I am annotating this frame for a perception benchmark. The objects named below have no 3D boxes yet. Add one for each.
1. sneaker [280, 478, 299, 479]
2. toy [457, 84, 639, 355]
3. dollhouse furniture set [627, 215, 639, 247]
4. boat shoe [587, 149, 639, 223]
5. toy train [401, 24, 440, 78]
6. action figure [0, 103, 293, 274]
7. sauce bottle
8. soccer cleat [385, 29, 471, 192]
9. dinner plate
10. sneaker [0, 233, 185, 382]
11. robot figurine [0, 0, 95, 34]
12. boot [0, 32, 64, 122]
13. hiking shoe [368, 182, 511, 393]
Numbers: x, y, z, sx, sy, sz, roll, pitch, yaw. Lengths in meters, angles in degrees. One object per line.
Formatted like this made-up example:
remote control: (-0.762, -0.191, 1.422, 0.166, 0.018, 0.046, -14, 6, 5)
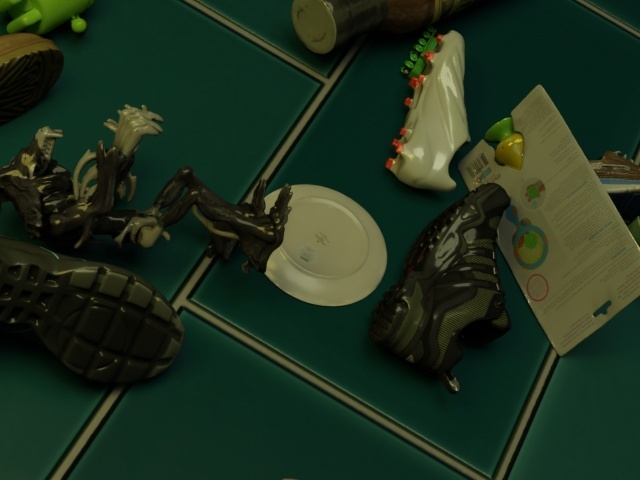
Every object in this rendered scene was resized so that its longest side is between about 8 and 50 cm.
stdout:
sneaker: (-0.059, 0.291, 1.074, 0.111, 0.103, 0.252, 20, 51, -9)
toy: (0.241, -0.022, 1.399, 0.056, 0.137, 0.237, -3, 57, -45)
dollhouse furniture set: (0.348, 0.055, 1.412, 0.152, 0.076, 0.058, 39, 51, 7)
boat shoe: (0.311, -0.062, 1.487, 0.183, 0.066, 0.066, 2, 55, -20)
toy train: (0.112, -0.207, 1.543, 0.024, 0.017, 0.083, 35, 51, -7)
action figure: (-0.173, -0.054, 1.239, 0.276, 0.140, 0.164, 11, 10, -19)
sauce bottle: (0.115, -0.293, 1.548, 0.344, 0.111, 0.111, -31, 72, -33)
soccer cleat: (0.127, -0.133, 1.468, 0.076, 0.068, 0.196, 23, 60, -8)
dinner plate: (0.000, 0.000, 1.356, 0.141, 0.017, 0.141, 9, 55, -13)
sneaker: (-0.238, 0.039, 1.182, 0.267, 0.101, 0.106, 23, 9, -27)
robot figurine: (-0.268, -0.248, 1.393, 0.115, 0.067, 0.101, -40, 104, -37)
boot: (-0.406, -0.210, 1.302, 0.236, 0.089, 0.269, -29, 70, -35)
hiking shoe: (0.137, 0.043, 1.349, 0.114, 0.086, 0.227, 41, 57, -7)
